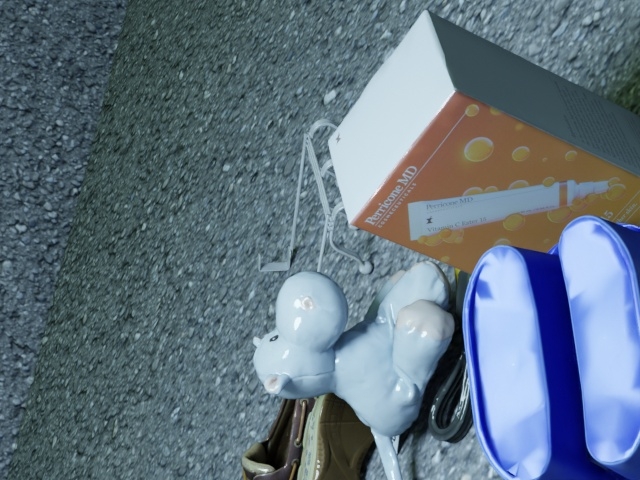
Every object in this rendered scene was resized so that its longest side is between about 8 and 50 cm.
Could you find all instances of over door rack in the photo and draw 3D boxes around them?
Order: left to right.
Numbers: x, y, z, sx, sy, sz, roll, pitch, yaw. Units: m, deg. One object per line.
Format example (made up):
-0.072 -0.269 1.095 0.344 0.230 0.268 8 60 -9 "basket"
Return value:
0.000 0.000 2.346 0.239 0.108 0.324 -103 29 -49 "over door rack"

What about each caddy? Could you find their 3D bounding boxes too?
0.299 0.136 1.587 0.241 0.179 0.341 -21 63 36 "caddy"

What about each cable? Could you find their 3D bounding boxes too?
0.218 0.128 1.913 0.139 0.072 0.287 1 84 46 "cable"

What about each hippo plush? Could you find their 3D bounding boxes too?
0.029 0.144 1.965 0.234 0.236 0.294 -98 23 -69 "hippo plush"

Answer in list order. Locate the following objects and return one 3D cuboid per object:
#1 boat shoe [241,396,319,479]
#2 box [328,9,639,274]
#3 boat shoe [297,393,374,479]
-0.069 0.345 2.175 0.342 0.123 0.123 -63 27 11 "boat shoe"
0.216 -0.086 1.718 0.215 0.345 0.168 -53 31 29 "box"
0.016 0.290 2.081 0.089 0.104 0.285 3 75 64 "boat shoe"
